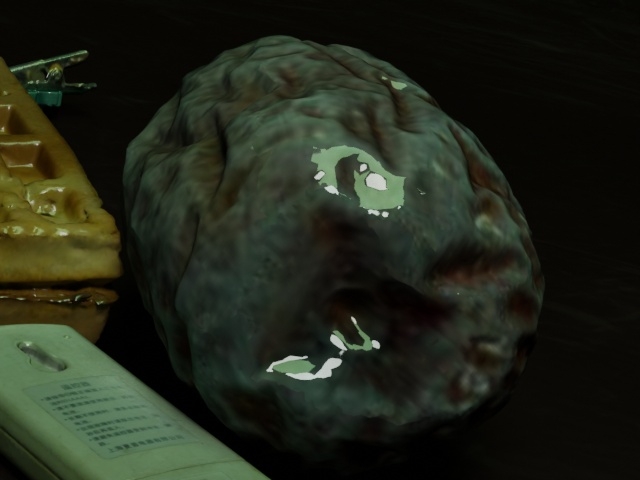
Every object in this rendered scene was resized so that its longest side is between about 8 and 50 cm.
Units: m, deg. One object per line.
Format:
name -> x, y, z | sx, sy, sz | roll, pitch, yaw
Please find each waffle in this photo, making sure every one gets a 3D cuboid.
waffle -> -0.268, -0.039, 1.175 | 0.224, 0.098, 0.327 | 0, 24, -27

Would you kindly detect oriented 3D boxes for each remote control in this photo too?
remote control -> -0.108, 0.106, 0.984 | 0.098, 0.038, 0.233 | -6, 27, -42

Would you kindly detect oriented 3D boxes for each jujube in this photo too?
jujube -> 0.000, 0.000, 1.092 | 0.226, 0.226, 0.317 | 8, 16, -14

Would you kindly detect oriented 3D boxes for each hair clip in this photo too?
hair clip -> -0.246, -0.115, 1.450 | 0.173, 0.049, 0.049 | -8, 30, -34
